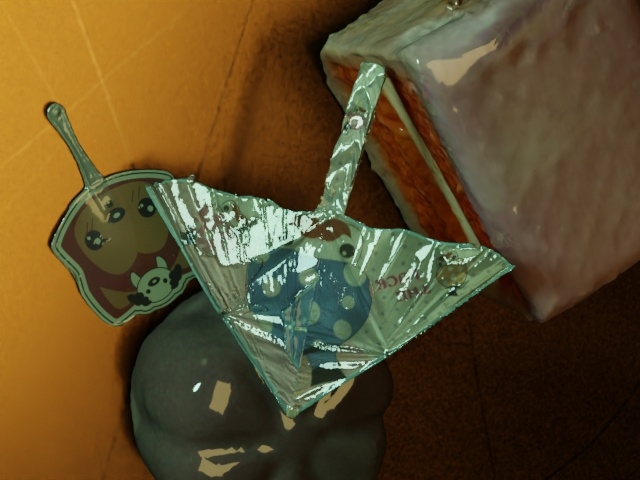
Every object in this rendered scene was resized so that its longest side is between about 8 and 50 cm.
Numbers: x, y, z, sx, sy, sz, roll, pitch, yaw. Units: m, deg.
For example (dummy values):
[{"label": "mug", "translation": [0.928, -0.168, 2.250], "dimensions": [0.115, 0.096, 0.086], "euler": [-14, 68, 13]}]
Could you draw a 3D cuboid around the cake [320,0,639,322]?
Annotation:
[{"label": "cake", "translation": [0.180, -0.109, 1.423], "dimensions": [0.230, 0.237, 0.309], "euler": [-33, 112, -12]}]

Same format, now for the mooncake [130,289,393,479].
[{"label": "mooncake", "translation": [-0.052, 0.160, 1.446], "dimensions": [0.245, 0.133, 0.245], "euler": [-9, 110, -24]}]

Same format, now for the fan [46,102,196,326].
[{"label": "fan", "translation": [-0.190, -0.030, 1.412], "dimensions": [0.132, 0.009, 0.220], "euler": [-35, 113, -15]}]

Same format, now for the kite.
[{"label": "kite", "translation": [0.000, 0.000, 1.328], "dimensions": [0.335, 0.011, 0.314], "euler": [14, 97, 14]}]
